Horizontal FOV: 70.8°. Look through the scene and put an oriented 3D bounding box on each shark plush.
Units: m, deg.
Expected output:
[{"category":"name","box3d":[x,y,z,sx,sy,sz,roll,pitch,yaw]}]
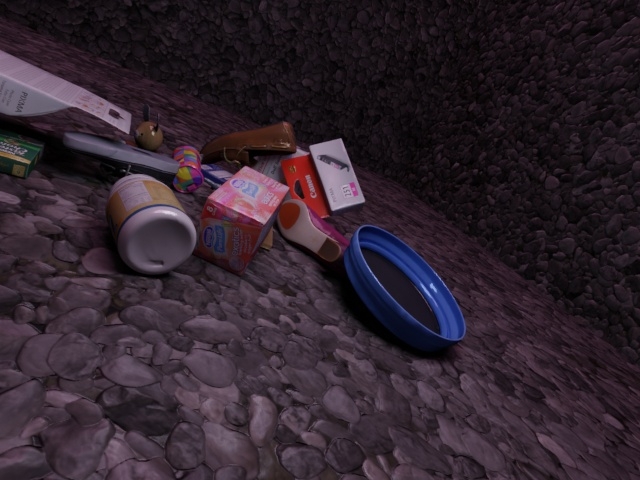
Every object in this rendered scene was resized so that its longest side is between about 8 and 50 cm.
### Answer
[{"category":"shark plush","box3d":[-0.300,-0.168,1.474,0.161,0.067,0.073,27,18,1]}]

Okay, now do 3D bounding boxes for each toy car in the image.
[{"category":"toy car","box3d":[-0.529,-0.303,1.332,0.155,0.189,0.148,37,20,32]}]

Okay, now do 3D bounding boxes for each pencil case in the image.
[{"category":"pencil case","box3d":[-0.421,-0.227,1.426,0.104,0.105,0.236,19,19,-22]}]

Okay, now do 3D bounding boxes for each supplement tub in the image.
[{"category":"supplement tub","box3d":[-0.348,-0.039,0.909,0.144,0.145,0.199,11,23,-40]}]

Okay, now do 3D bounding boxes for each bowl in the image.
[{"category":"bowl","box3d":[0.220,0.125,1.203,0.391,0.077,0.391,34,25,-19]}]

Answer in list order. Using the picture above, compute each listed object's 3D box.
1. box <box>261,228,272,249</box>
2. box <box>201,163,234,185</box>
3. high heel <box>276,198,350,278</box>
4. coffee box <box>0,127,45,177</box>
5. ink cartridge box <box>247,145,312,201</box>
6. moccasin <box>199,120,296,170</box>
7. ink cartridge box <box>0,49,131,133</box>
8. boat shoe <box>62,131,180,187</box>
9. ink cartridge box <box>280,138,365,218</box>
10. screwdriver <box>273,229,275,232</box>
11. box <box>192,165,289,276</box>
[{"category":"box","box3d":[-0.233,-0.044,1.292,0.201,0.021,0.164,22,18,-14]},{"category":"box","box3d":[-0.325,-0.206,1.598,0.225,0.037,0.136,28,18,11]},{"category":"high heel","box3d":[0.000,0.000,1.396,0.181,0.127,0.377,33,10,-44]},{"category":"coffee box","box3d":[-0.715,-0.205,1.036,0.113,0.041,0.184,18,19,-26]},{"category":"ink cartridge box","box3d":[-0.138,-0.277,1.779,0.353,0.207,0.119,29,16,9]},{"category":"moccasin","box3d":[-0.272,-0.330,1.679,0.379,0.147,0.139,-9,-4,6]},{"category":"ink cartridge box","box3d":[-0.692,-0.357,1.148,0.384,0.091,0.308,24,14,-29]},{"category":"boat shoe","box3d":[-0.524,-0.199,1.188,0.113,0.105,0.306,33,14,31]},{"category":"ink cartridge box","box3d":[0.003,-0.216,1.623,0.238,0.060,0.275,-15,71,-9]},{"category":"screwdriver","box3d":[-0.190,-0.072,1.448,0.170,0.024,0.025,45,-4,30]},{"category":"box","box3d":[-0.194,-0.062,1.133,0.142,0.154,0.300,26,24,-4]}]
